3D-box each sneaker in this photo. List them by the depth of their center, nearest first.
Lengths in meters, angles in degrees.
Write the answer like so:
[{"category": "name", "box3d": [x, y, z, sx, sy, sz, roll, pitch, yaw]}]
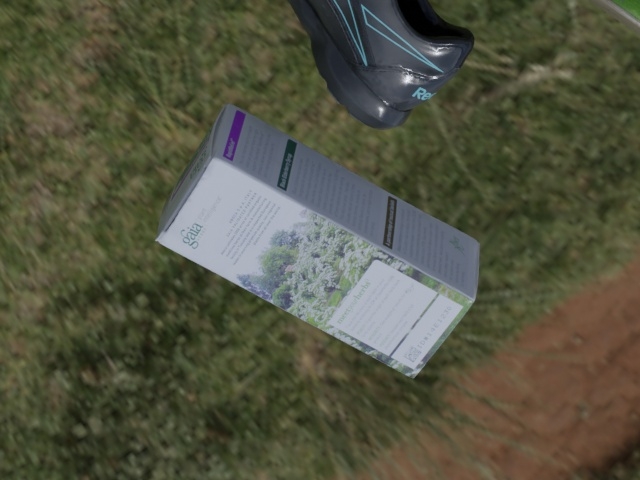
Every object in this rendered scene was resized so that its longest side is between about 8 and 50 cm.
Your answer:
[{"category": "sneaker", "box3d": [0.008, -0.212, 1.263, 0.106, 0.101, 0.267, -32, 104, 35]}]

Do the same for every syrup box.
[{"category": "syrup box", "box3d": [0.000, 0.000, 1.327, 0.237, 0.096, 0.093, 29, 120, -10]}]

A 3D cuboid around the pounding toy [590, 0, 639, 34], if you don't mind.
[{"category": "pounding toy", "box3d": [0.303, -0.237, 1.497, 0.183, 0.237, 0.110, 21, 106, -53]}]
